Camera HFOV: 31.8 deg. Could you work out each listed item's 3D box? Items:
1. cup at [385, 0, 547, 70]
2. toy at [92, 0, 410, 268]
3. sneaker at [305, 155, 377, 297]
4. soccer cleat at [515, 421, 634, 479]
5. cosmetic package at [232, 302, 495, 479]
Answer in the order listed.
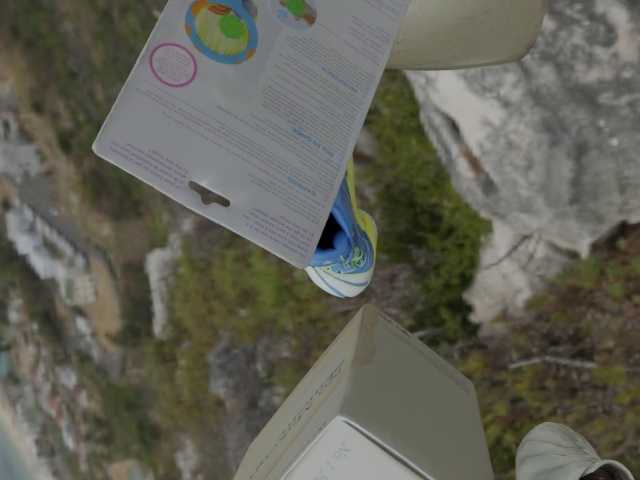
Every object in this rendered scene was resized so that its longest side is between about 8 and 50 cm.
[{"bbox_3d":[0.027,-0.294,1.009,0.331,0.237,0.331,165,90,-81],"label":"cup"},{"bbox_3d":[-0.035,-0.108,0.681,0.056,0.137,0.237,-32,32,60],"label":"toy"},{"bbox_3d":[0.000,0.000,1.066,0.240,0.091,0.126,71,-164,-44],"label":"sneaker"},{"bbox_3d":[0.150,0.146,0.636,0.196,0.068,0.076,-61,-4,-70],"label":"soccer cleat"},{"bbox_3d":[0.019,0.157,0.720,0.160,0.113,0.309,-52,0,8],"label":"cosmetic package"}]
